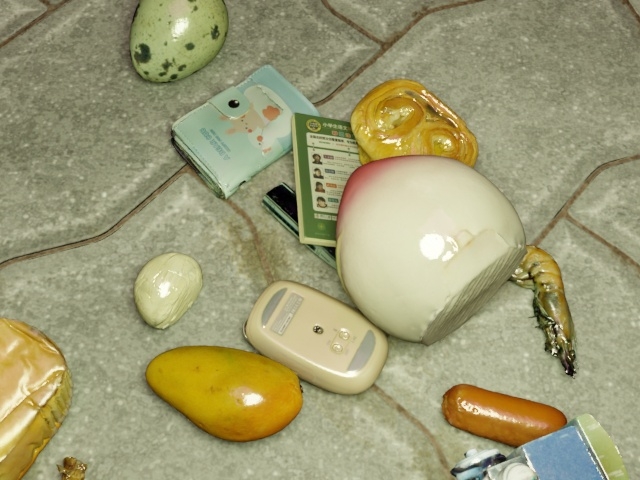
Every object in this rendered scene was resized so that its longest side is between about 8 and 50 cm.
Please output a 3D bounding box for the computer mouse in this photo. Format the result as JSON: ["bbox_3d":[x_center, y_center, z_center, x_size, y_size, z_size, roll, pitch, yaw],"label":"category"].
[{"bbox_3d":[-0.006,0.158,1.236,0.236,0.082,0.145,24,64,11],"label":"computer mouse"}]

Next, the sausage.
[{"bbox_3d":[0.286,0.278,1.190,0.197,0.076,0.076,14,62,7],"label":"sausage"}]

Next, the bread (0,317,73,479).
[{"bbox_3d":[-0.505,0.261,1.127,0.204,0.156,0.288,29,62,4],"label":"bread"}]

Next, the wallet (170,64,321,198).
[{"bbox_3d":[-0.140,-0.208,1.435,0.250,0.075,0.176,-38,75,-20],"label":"wallet"}]

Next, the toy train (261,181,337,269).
[{"bbox_3d":[0.000,0.000,1.342,0.252,0.048,0.055,43,47,13],"label":"toy train"}]

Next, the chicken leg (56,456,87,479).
[{"bbox_3d":[-0.392,0.412,1.094,0.101,0.085,0.208,-3,52,12],"label":"chicken leg"}]

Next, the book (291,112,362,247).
[{"bbox_3d":[0.050,-0.104,1.373,0.202,0.027,0.264,6,60,-22],"label":"book"}]

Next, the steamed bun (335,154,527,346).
[{"bbox_3d":[0.147,-0.010,1.201,0.309,0.309,0.309,1,62,-2],"label":"steamed bun"}]

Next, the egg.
[{"bbox_3d":[-0.280,-0.406,1.477,0.177,0.177,0.228,34,81,15],"label":"egg"}]

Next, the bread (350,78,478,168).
[{"bbox_3d":[0.168,-0.183,1.380,0.236,0.120,0.198,42,57,3],"label":"bread"}]

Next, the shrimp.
[{"bbox_3d":[0.328,0.124,1.293,0.198,0.051,0.262,-9,60,1],"label":"shrimp"}]

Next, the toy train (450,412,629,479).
[{"bbox_3d":[0.260,0.347,1.031,0.201,0.300,0.131,-15,63,-19],"label":"toy train"}]

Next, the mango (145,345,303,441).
[{"bbox_3d":[-0.152,0.233,1.174,0.253,0.113,0.139,12,65,8],"label":"mango"}]

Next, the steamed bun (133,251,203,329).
[{"bbox_3d":[-0.258,0.075,1.254,0.091,0.112,0.130,33,72,13],"label":"steamed bun"}]
